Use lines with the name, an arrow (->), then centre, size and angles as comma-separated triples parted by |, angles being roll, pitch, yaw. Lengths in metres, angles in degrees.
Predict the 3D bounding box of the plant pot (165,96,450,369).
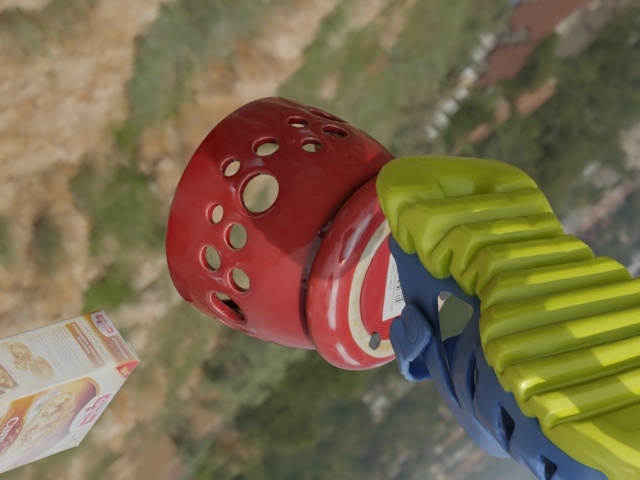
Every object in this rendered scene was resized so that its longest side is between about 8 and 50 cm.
plant pot -> 0.000, 0.000, 1.445 | 0.191, 0.174, 0.191 | -27, 129, -38

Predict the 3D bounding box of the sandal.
sandal -> 0.119, 0.068, 1.047 | 0.126, 0.317, 0.138 | -2, 117, -15

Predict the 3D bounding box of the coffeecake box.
coffeecake box -> -0.278, 0.148, 1.669 | 0.185, 0.068, 0.142 | -17, 152, -47
